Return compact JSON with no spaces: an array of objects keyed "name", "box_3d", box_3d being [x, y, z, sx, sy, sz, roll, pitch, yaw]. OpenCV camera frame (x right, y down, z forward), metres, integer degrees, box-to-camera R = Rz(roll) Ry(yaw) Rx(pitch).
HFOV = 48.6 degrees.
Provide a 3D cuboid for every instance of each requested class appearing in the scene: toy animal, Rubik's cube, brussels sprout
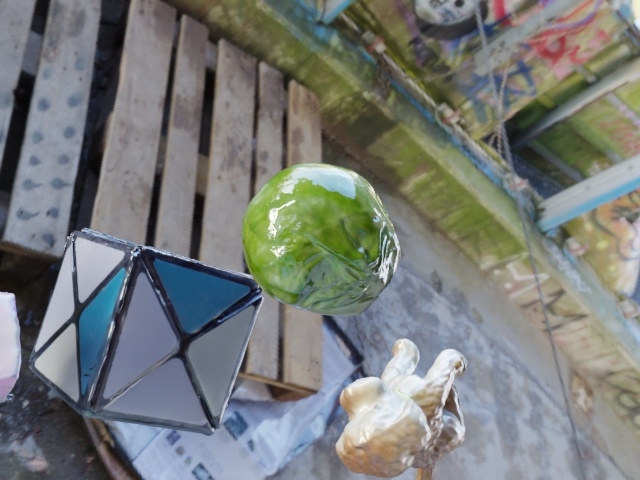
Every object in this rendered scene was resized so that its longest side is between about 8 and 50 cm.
[{"name":"toy animal","box_3d":[0.084,0.215,0.727,0.185,0.104,0.184,-23,113,-67]},{"name":"Rubik's cube","box_3d":[-0.333,0.162,1.346,0.305,0.306,0.310,23,83,-38]},{"name":"brussels sprout","box_3d":[0.000,0.000,1.040,0.244,0.244,0.244,26,50,-35]}]

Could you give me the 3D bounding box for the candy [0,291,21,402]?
[{"name":"candy","box_3d":[-0.579,0.165,1.020,0.264,0.116,0.156,-2,63,-29]}]
